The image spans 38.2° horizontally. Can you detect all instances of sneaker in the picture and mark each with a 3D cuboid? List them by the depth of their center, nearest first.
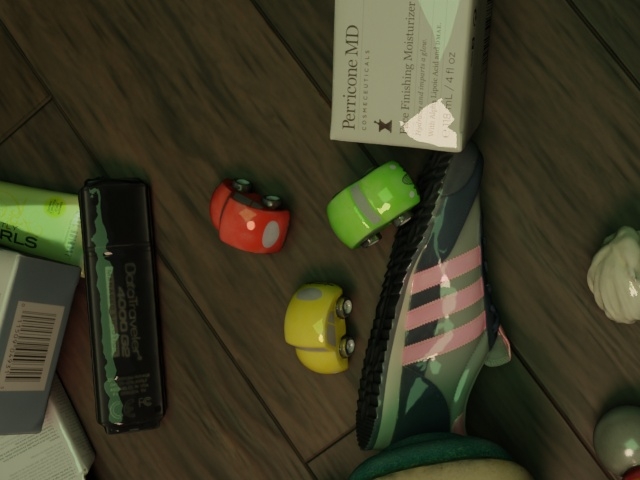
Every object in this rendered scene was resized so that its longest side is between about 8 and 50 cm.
[{"bbox_3d":[0.130,0.059,0.902,0.131,0.112,0.318,14,92,-8],"label":"sneaker"}]

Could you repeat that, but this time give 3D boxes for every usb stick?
[{"bbox_3d":[-0.214,0.067,1.002,0.077,0.045,0.278,-4,88,-17],"label":"usb stick"}]

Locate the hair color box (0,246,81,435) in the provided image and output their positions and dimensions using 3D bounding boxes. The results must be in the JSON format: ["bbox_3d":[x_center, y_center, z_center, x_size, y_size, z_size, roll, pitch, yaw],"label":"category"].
[{"bbox_3d":[-0.462,0.075,1.005,0.375,0.113,0.185,11,85,22],"label":"hair color box"}]

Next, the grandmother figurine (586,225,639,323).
[{"bbox_3d":[0.397,0.013,0.785,0.342,0.208,0.104,-12,103,31],"label":"grandmother figurine"}]

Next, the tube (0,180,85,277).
[{"bbox_3d":[-0.361,-0.034,1.041,0.240,0.062,0.070,16,132,7],"label":"tube"}]

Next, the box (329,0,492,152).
[{"bbox_3d":[0.088,-0.188,0.839,0.119,0.182,0.180,6,109,15],"label":"box"}]

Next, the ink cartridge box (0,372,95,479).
[{"bbox_3d":[-0.370,0.251,1.045,0.223,0.045,0.224,-28,82,13],"label":"ink cartridge box"}]

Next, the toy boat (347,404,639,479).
[{"bbox_3d":[0.170,0.241,0.839,0.318,0.267,0.148,-9,50,0],"label":"toy boat"}]

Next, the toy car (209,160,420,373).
[{"bbox_3d":[0.000,0.000,0.908,0.225,0.053,0.239,-38,80,35],"label":"toy car"}]
